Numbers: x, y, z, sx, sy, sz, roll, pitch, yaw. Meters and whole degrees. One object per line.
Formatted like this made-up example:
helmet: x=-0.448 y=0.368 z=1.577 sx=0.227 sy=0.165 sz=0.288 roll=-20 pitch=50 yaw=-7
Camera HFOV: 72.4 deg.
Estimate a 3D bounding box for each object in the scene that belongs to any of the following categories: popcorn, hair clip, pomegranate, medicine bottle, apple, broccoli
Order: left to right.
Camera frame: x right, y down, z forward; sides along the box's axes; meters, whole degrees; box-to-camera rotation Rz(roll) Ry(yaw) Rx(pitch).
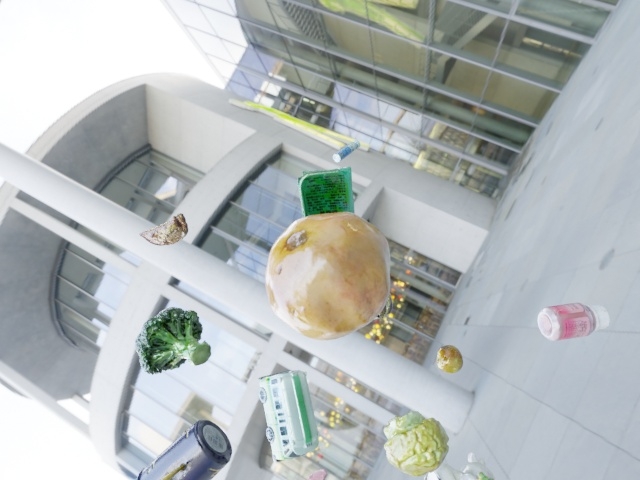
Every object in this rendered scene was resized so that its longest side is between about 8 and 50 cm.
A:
broccoli: x=-0.584 y=0.409 z=1.745 sx=0.298 sy=0.297 sz=0.297 roll=-19 pitch=-65 yaw=-47
hair clip: x=-0.008 y=0.911 z=1.613 sx=0.123 sy=0.138 sz=0.102 roll=-33 pitch=-46 yaw=-3
pomegranate: x=0.029 y=0.117 z=1.353 sx=0.411 sy=0.412 sz=0.411 roll=-57 pitch=-16 yaw=-26
medicine bottle: x=0.139 y=-0.473 z=2.304 sx=0.191 sy=0.051 sz=0.051 roll=-40 pitch=-26 yaw=-36
popcorn: x=0.301 y=0.637 z=1.376 sx=0.221 sy=0.204 sz=0.183 roll=77 pitch=-178 yaw=-58
apple: x=0.526 y=0.485 z=1.786 sx=0.099 sy=0.102 sz=0.114 roll=117 pitch=153 yaw=-71
medicine bottle: x=1.038 y=0.328 z=1.794 sx=0.147 sy=0.247 sz=0.147 roll=174 pitch=90 yaw=-84

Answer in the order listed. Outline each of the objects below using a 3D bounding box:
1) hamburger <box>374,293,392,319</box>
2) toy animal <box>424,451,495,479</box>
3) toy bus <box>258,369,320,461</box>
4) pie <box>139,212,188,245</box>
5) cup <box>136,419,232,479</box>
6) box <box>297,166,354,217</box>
hamburger: x=0.291 y=0.326 z=2.298 sx=0.206 sy=0.130 sz=0.183 roll=-24 pitch=62 yaw=60
toy animal: x=0.599 y=1.010 z=1.827 sx=0.247 sy=0.310 sz=0.182 roll=176 pitch=91 yaw=-71
toy bus: x=-0.100 y=0.575 z=1.450 sx=0.134 sy=0.275 sz=0.165 roll=-2 pitch=-21 yaw=-37
pie: x=-0.465 y=-0.022 z=1.343 sx=0.088 sy=0.191 sz=0.033 roll=42 pitch=-143 yaw=-40
cup: x=-0.417 y=0.720 z=1.345 sx=0.256 sy=0.178 sz=0.255 roll=-44 pitch=13 yaw=3
box: x=0.036 y=-0.208 z=2.186 sx=0.106 sy=0.264 sz=0.336 roll=-84 pitch=-11 yaw=-61
